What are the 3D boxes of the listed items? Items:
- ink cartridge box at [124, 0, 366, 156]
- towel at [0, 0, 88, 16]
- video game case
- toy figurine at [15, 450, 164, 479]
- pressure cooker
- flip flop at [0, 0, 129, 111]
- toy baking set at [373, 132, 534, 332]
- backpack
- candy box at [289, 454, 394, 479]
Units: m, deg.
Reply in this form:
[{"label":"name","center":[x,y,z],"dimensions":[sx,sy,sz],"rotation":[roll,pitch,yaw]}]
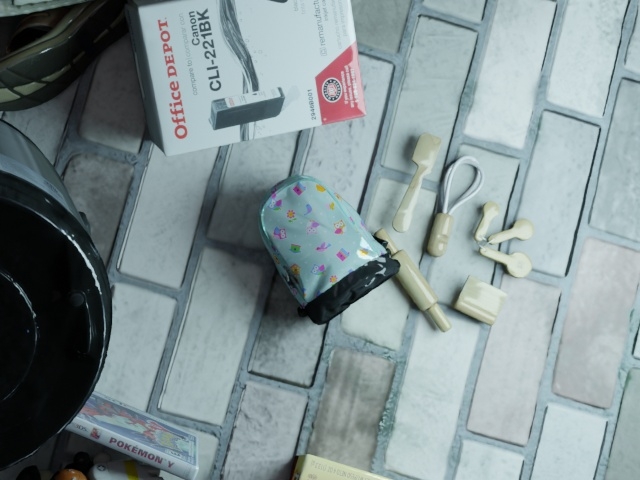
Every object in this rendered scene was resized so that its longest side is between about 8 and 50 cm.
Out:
[{"label":"ink cartridge box","center":[-0.096,-0.235,1.925],"dimensions":[0.273,0.114,0.197],"rotation":[-12,107,-10]},{"label":"towel","center":[-0.314,-0.434,1.924],"dimensions":[0.324,0.056,0.312],"rotation":[-13,64,-10]},{"label":"video game case","center":[-0.234,0.228,1.824],"dimensions":[0.183,0.201,0.023],"rotation":[24,92,-6]},{"label":"toy figurine","center":[-0.277,0.359,1.792],"dimensions":[0.148,0.209,0.213],"rotation":[0,82,-23]},{"label":"pressure cooker","center":[-0.437,0.036,1.706],"dimensions":[0.376,0.420,0.369],"rotation":[-19,116,-12]},{"label":"flip flop","center":[-0.338,-0.266,1.931],"dimensions":[0.277,0.112,0.080],"rotation":[-42,68,-11]},{"label":"toy baking set","center":[0.173,-0.007,2.015],"dimensions":[0.197,0.030,0.256],"rotation":[-40,90,-15]},{"label":"backpack","center":[0.000,0.000,1.936],"dimensions":[0.152,0.115,0.182],"rotation":[-34,84,-4]},{"label":"candy box","center":[0.099,0.403,1.913],"dimensions":[0.317,0.087,0.182],"rotation":[18,80,-7]}]
